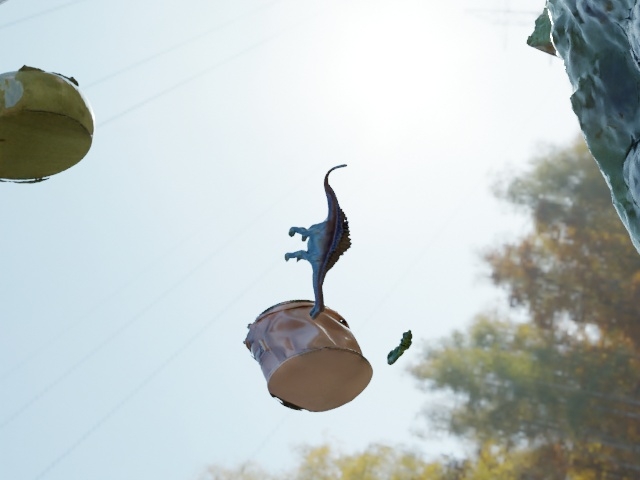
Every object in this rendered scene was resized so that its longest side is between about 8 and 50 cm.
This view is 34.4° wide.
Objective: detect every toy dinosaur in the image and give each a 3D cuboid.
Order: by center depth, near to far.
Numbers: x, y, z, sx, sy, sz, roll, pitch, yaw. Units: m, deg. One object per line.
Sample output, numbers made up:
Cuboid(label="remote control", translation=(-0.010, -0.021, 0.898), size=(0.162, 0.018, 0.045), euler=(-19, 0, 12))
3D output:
Cuboid(label="toy dinosaur", translation=(0.000, 0.000, 1.284), size=(0.045, 0.080, 0.197), euler=(20, -101, -55))

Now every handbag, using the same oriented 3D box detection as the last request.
Cuboid(label="handbag", translation=(-0.019, 0.198, 1.761), size=(0.205, 0.179, 0.116), euler=(31, -152, -41))

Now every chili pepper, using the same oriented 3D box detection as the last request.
Cuboid(label="chili pepper", translation=(0.116, 0.159, 1.516), size=(0.027, 0.022, 0.083), euler=(-39, -14, -41))

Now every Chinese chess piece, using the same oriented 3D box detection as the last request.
Cuboid(label="Chinese chess piece", translation=(-0.412, -0.160, 1.451), size=(0.188, 0.188, 0.083), euler=(39, -149, -61))

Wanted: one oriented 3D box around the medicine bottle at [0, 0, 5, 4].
Cuboid(label="medicine bottle", translation=(-0.232, -0.282, 0.690), size=(0.238, 0.232, 0.238), euler=(17, -110, -54))

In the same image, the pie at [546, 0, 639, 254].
Cuboid(label="pie", translation=(0.171, -0.074, 0.432), size=(0.306, 0.071, 0.306), euler=(166, 90, -85))

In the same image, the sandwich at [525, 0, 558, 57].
Cuboid(label="sandwich", translation=(0.374, -0.245, 1.237), size=(0.187, 0.144, 0.117), euler=(25, -90, -22))
